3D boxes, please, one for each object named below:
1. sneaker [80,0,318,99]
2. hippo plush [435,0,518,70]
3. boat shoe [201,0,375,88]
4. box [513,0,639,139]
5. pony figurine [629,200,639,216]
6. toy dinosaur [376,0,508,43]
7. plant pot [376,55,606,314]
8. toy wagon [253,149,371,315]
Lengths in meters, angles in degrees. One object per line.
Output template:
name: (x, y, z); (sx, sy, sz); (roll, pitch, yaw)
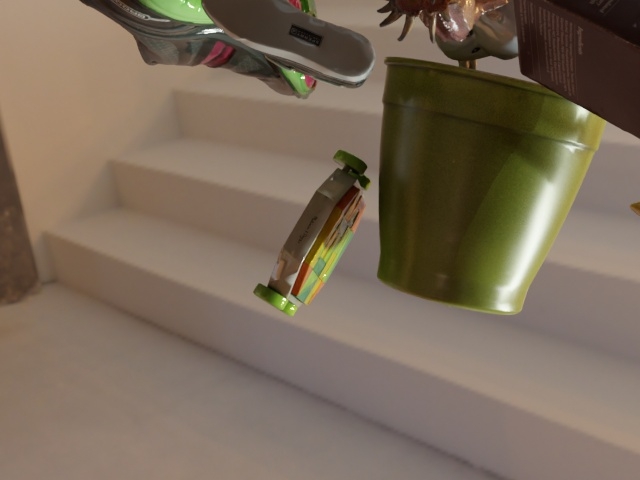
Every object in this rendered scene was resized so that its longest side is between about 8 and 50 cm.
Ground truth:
sneaker: (-0.154, -0.323, 1.688); (0.202, 0.185, 0.483); (-4, 165, 31)
hippo plush: (0.246, -0.391, 1.783); (0.294, 0.234, 0.236); (11, -125, 42)
boat shoe: (-0.043, -0.238, 1.421); (0.219, 0.078, 0.070); (27, 163, -1)
box: (0.360, -0.259, 1.435); (0.203, 0.167, 0.168); (36, -110, 30)
pony figurine: (0.681, -0.099, 1.719); (0.351, 0.363, 0.303); (38, -179, 22)
toy dinosaur: (0.152, -0.322, 1.572); (0.127, 0.200, 0.296); (-32, 145, 24)
plant pot: (0.242, -0.077, 1.903); (0.366, 0.353, 0.366); (12, -175, -1)
toy wagon: (0.000, 0.000, 1.985); (0.068, 0.267, 0.344); (30, 176, 10)
